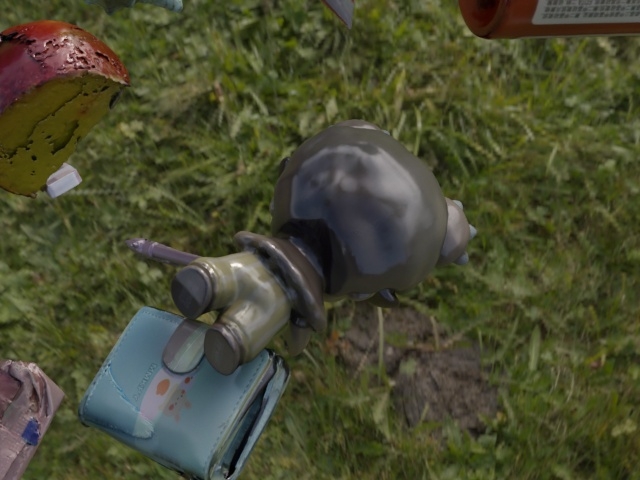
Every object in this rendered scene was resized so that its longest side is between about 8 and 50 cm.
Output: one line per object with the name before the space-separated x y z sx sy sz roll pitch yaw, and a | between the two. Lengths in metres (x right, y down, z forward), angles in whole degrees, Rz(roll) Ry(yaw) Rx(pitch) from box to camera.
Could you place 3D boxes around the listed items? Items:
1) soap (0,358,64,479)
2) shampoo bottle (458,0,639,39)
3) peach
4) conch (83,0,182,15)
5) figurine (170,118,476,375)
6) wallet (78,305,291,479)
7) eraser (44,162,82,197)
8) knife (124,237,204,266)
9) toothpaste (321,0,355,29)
soap | -0.414 0.221 1.286 0.098 0.273 0.218 40 68 -24
shampoo bottle | 0.261 -0.225 0.928 0.278 0.104 0.104 -4 62 -17
peach | -0.229 -0.112 0.864 0.172 0.092 0.127 -20 56 48
conch | -0.230 -0.350 1.400 0.137 0.114 0.234 39 35 17
figurine | -0.001 0.001 1.280 0.380 0.203 0.248 -35 70 -32
wallet | -0.163 0.178 1.290 0.250 0.075 0.176 14 67 43
eraser | -0.465 -0.107 1.945 0.065 0.026 0.105 -30 23 -15
knife | -0.188 0.046 1.787 0.398 0.132 0.038 14 81 49
toothpaste | -0.002 -0.277 1.055 0.057 0.234 0.089 7 87 23
